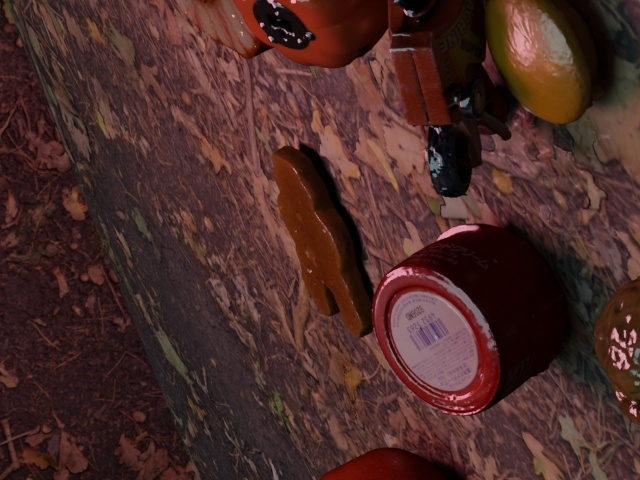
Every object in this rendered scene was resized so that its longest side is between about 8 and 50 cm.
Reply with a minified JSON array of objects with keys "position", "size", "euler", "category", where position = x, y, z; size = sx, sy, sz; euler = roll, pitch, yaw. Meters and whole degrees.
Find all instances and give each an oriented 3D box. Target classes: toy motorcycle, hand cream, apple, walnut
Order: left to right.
[{"position":[0.090,0.429,2.179],"size":[0.216,0.260,0.260],"euler":[-112,10,-45],"category":"apple"},{"position":[0.119,-0.188,1.446],"size":[0.089,0.171,0.298],"euler":[-3,127,20],"category":"toy motorcycle"},{"position":[0.162,0.088,1.651],"size":[0.193,0.125,0.193],"euler":[24,128,34],"category":"hand cream"},{"position":[0.318,0.097,1.302],"size":[0.155,0.155,0.184],"euler":[66,163,-11],"category":"walnut"}]

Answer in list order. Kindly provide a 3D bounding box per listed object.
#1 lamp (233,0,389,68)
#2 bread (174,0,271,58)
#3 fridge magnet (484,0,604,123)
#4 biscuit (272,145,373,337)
[{"position":[0.001,-0.284,1.604],"size":[0.187,0.164,0.188],"euler":[31,159,13],"category":"lamp"},{"position":[-0.120,-0.376,1.857],"size":[0.327,0.114,0.295],"euler":[32,145,56],"category":"bread"},{"position":[0.202,-0.173,1.368],"size":[0.143,0.063,0.143],"euler":[52,160,27],"category":"fridge magnet"},{"position":[0.003,-0.002,2.152],"size":[0.186,0.044,0.295],"euler":[32,145,51],"category":"biscuit"}]
